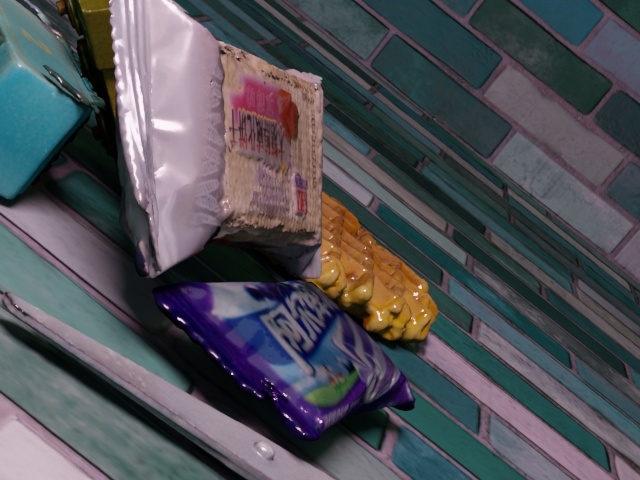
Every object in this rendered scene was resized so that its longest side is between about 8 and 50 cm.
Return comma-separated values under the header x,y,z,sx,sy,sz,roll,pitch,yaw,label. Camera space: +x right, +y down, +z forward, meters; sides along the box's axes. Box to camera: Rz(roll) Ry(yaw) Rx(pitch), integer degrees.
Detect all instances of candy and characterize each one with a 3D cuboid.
x,y,z,sx,sy,sz,roll,pitch,yaw,label
-0.014,0.080,0.945,0.145,0.070,0.275,40,10,17,candy

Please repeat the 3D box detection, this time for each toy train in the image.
x,y,z,sx,sy,sz,roll,pitch,yaw,label
-0.250,-0.125,0.932,0.163,0.112,0.203,36,13,-36,toy train
-0.141,-0.124,1.031,0.137,0.090,0.225,-120,-164,-50,toy train

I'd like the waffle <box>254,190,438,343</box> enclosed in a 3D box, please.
x,y,z,sx,sy,sz,roll,pitch,yaw,label
0.001,-0.001,1.278,0.249,0.056,0.253,27,17,-41,waffle

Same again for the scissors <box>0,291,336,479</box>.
x,y,z,sx,sy,sz,roll,pitch,yaw,label
-0.006,0.155,0.812,0.447,0.029,0.192,35,14,-16,scissors

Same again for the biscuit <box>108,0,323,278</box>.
x,y,z,sx,sy,sz,roll,pitch,yaw,label
-0.066,-0.061,0.944,0.079,0.186,0.309,-4,-5,17,biscuit
